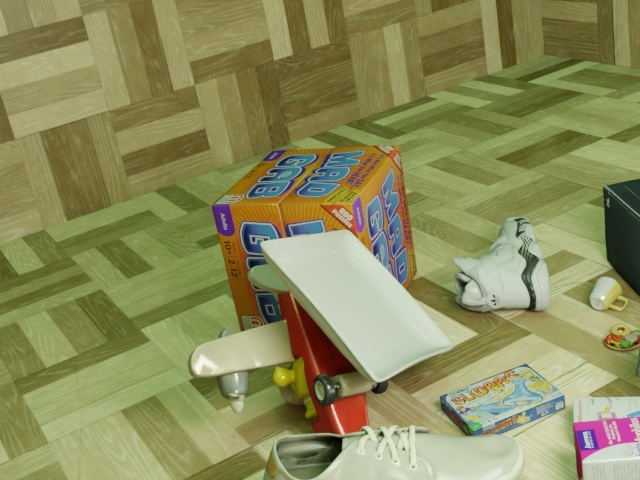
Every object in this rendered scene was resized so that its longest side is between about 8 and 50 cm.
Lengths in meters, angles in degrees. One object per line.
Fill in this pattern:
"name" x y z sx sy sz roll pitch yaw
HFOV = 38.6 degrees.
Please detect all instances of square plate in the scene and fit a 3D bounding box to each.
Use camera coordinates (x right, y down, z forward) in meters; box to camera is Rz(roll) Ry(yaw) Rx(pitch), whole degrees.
"square plate" 0.071 0.123 1.791 0.344 0.049 0.347 48 26 18

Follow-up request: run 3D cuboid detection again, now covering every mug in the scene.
"mug" 0.643 0.125 2.058 0.078 0.062 0.064 3 34 43

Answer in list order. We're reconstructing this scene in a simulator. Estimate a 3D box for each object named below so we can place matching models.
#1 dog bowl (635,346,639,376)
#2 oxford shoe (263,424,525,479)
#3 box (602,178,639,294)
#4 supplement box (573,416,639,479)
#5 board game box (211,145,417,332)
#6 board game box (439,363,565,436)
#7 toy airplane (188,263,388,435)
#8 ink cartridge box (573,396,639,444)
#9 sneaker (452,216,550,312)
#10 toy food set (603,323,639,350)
"dog bowl" 0.736 0.186 1.621 0.348 0.102 0.349 -2 -7 0
"oxford shoe" 0.115 0.372 1.524 0.449 0.130 0.169 -7 21 4
"box" 0.892 -0.022 2.087 0.395 0.212 0.293 -11 24 -1
"supplement box" 0.535 0.364 1.501 0.220 0.114 0.111 -9 24 10
"board game box" 0.000 0.000 2.244 0.356 0.356 0.356 0 26 24
"board game box" 0.353 0.315 1.783 0.201 0.035 0.136 -18 25 -16
"toy airplane" -0.032 0.224 1.867 0.386 0.272 0.384 26 44 2
"ink cartridge box" 0.520 0.329 1.658 0.122 0.052 0.088 -5 24 16
"sneaker" 0.421 0.054 2.210 0.210 0.137 0.366 -6 27 4
"toy food set" 0.638 0.206 1.923 0.083 0.020 0.082 -26 28 -32
